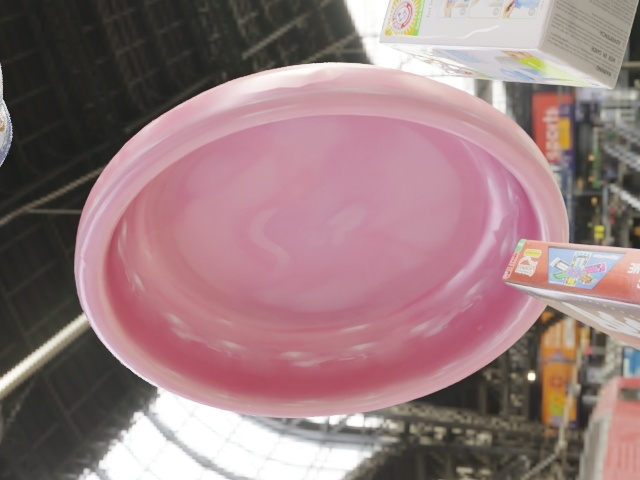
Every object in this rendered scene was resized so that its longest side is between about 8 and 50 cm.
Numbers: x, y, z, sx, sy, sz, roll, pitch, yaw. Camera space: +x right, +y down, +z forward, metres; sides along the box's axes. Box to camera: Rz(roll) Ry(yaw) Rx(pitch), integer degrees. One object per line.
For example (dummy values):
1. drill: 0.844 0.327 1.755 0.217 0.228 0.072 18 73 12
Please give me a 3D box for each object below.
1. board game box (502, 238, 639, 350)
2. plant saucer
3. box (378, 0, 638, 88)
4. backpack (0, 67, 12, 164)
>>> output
1. board game box: 0.190 0.045 0.430 0.027 0.145 0.281 -64 14 -4
2. plant saucer: 0.000 0.000 0.776 0.332 0.332 0.084 70 -170 -48
3. box: 0.167 -0.207 1.010 0.114 0.203 0.103 16 -90 -40
4. backpack: -0.415 -0.115 1.008 0.213 0.263 0.277 86 170 -47
